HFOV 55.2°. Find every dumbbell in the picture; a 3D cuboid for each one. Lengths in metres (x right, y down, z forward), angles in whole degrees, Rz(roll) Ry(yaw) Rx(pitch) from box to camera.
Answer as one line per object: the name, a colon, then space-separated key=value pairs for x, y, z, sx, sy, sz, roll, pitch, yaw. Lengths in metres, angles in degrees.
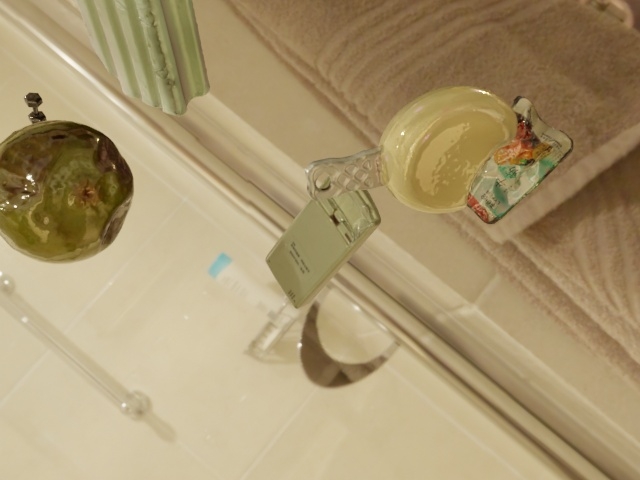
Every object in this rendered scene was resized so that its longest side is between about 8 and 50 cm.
dumbbell: x=-0.673 y=-0.310 z=1.445 sx=0.036 sy=0.040 sz=0.083 roll=-29 pitch=-22 yaw=-29

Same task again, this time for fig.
fig: x=-0.450 y=-0.080 z=1.031 sx=0.271 sy=0.239 sz=0.239 roll=-1 pitch=38 yaw=48

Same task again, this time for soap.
soap: x=-0.424 y=-0.532 z=1.420 sx=0.156 sy=0.261 sz=0.446 roll=-50 pitch=-25 yaw=-29

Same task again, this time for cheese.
cheese: x=0.109 y=-0.113 z=0.730 sx=0.070 sy=0.249 sz=0.163 roll=-124 pitch=44 yaw=-55

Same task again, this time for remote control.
remote control: x=0.000 y=0.000 z=1.037 sx=0.038 sy=0.123 sz=0.285 roll=-18 pitch=-24 yaw=-41

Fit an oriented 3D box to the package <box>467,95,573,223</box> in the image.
package: x=0.365 y=-0.155 z=1.192 sx=0.232 sy=0.166 sz=0.040 roll=-43 pitch=11 yaw=11
